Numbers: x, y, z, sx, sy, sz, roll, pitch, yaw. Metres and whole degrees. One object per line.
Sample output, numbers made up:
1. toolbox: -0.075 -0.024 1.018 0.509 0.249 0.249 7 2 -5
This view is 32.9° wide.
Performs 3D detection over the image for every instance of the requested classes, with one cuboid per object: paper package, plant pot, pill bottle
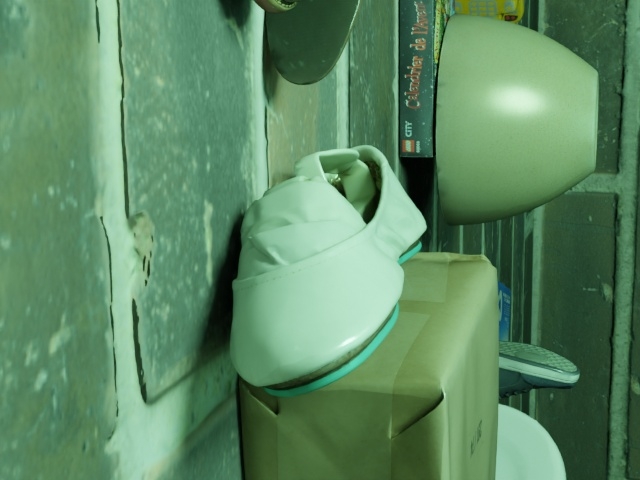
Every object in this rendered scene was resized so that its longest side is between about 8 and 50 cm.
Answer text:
1. paper package: 0.063 0.201 0.996 0.325 0.168 0.309 -45 134 -67
2. plant pot: 0.269 -0.157 1.439 0.284 0.191 0.284 3 90 -75
3. pill bottle: 0.225 0.411 1.466 0.392 0.224 0.224 73 25 -47

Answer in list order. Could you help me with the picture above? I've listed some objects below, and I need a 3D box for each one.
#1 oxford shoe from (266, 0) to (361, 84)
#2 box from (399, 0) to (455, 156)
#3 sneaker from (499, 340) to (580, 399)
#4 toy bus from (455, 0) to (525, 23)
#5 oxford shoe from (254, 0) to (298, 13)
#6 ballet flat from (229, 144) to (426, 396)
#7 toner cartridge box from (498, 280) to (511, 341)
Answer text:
1. oxford shoe: 0.002 -0.219 0.905 0.076 0.076 0.212 77 21 -71
2. box: 0.140 -0.230 1.403 0.159 0.044 0.233 -32 123 -71
3. sneaker: 0.243 0.223 1.505 0.086 0.226 0.163 -15 110 -62
4. toy bus: 0.279 -0.454 1.732 0.130 0.108 0.332 77 22 -46
5. oxford shoe: -0.015 -0.324 0.720 0.123 0.130 0.348 -59 147 -58
6. ballet flat: 0.000 0.000 0.869 0.400 0.139 0.139 -48 137 -71
7. toner cartridge box: 0.256 0.145 1.791 0.348 0.075 0.165 23 72 -73
